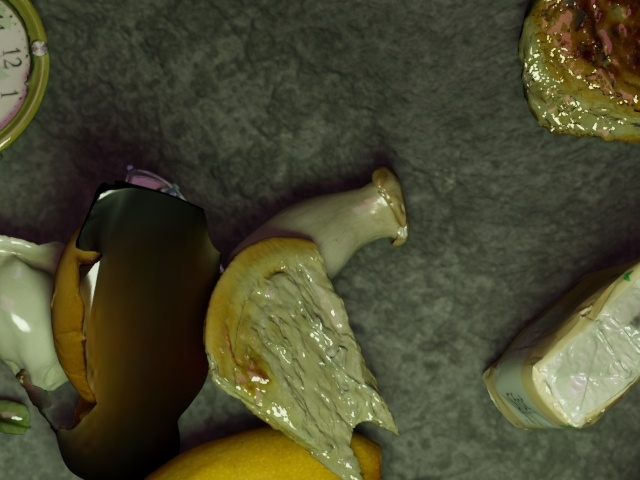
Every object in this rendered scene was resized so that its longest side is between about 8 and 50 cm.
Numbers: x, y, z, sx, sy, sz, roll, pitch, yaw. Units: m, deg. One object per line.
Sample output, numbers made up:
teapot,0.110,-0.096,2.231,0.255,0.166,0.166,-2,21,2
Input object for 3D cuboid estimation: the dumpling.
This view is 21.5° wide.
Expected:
dumpling,-0.292,0.059,1.730,0.134,0.100,0.169,-37,83,-21

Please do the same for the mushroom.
mushroom,0.001,0.000,1.755,0.213,0.088,0.097,-26,89,-13

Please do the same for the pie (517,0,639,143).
pie,0.362,-0.230,1.816,0.308,0.085,0.308,1,77,-2

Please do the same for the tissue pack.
tissue pack,0.262,0.104,1.672,0.186,0.222,0.090,-43,92,-9

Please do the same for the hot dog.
hot dog,-0.207,0.082,1.684,0.194,0.107,0.326,13,109,-27

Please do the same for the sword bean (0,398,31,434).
sword bean,-0.430,0.170,1.732,0.269,0.038,0.043,5,90,-1

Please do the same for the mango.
mango,-0.094,0.291,1.663,0.359,0.144,0.187,-35,96,-15

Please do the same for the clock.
clock,-0.403,-0.185,1.801,0.237,0.057,0.237,0,80,-2

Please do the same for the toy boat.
toy boat,-0.156,-0.005,1.765,0.069,0.059,0.173,-30,80,-8

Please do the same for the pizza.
pizza,-0.017,0.125,1.643,0.181,0.034,0.262,-32,90,-37
